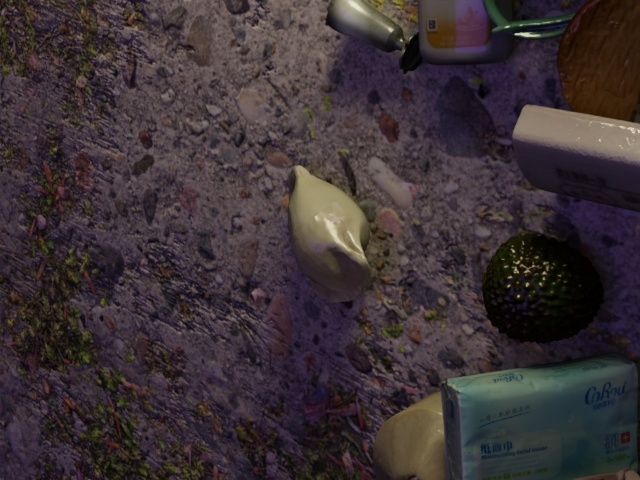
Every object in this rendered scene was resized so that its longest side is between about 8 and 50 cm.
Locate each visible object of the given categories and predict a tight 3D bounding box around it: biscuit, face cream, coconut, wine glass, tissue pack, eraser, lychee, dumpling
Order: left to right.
[{"bbox_3d":[0.000,0.000,1.627,0.252,0.131,0.179,53,152,26],"label":"dumpling"},{"bbox_3d":[0.084,-0.318,1.498,0.155,0.072,0.072,37,122,24],"label":"wine glass"},{"bbox_3d":[0.185,0.335,1.499,0.202,0.222,0.202,7,104,33],"label":"coconut"},{"bbox_3d":[0.201,-0.393,1.383,0.143,0.071,0.291,6,106,30],"label":"face cream"},{"bbox_3d":[0.305,0.262,1.367,0.089,0.263,0.177,-142,46,-73],"label":"tissue pack"},{"bbox_3d":[0.308,0.067,1.380,0.171,0.171,0.171,12,109,36],"label":"lychee"},{"bbox_3d":[0.376,-0.241,1.262,0.144,0.033,0.224,13,124,-1],"label":"biscuit"},{"bbox_3d":[0.395,-0.091,1.251,0.270,0.174,0.095,16,79,34],"label":"eraser"}]

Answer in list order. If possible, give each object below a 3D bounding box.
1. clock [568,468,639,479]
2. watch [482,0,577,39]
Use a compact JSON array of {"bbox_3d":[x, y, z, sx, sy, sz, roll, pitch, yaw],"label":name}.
[{"bbox_3d":[0.324,0.419,1.373,0.322,0.295,0.114,-38,55,41],"label":"clock"},{"bbox_3d":[0.306,-0.361,1.281,0.237,0.068,0.195,-34,93,24],"label":"watch"}]
